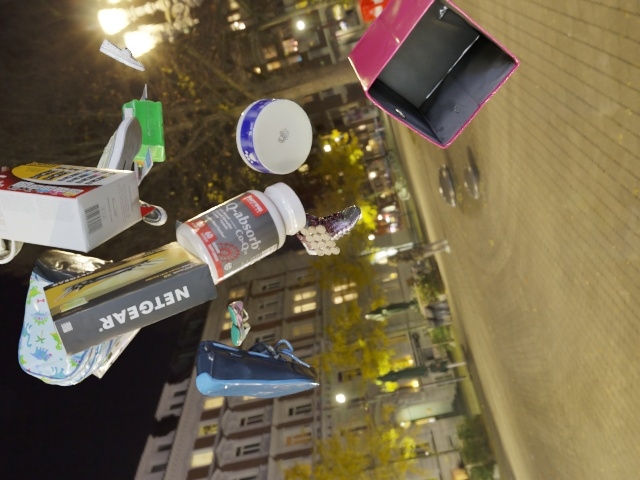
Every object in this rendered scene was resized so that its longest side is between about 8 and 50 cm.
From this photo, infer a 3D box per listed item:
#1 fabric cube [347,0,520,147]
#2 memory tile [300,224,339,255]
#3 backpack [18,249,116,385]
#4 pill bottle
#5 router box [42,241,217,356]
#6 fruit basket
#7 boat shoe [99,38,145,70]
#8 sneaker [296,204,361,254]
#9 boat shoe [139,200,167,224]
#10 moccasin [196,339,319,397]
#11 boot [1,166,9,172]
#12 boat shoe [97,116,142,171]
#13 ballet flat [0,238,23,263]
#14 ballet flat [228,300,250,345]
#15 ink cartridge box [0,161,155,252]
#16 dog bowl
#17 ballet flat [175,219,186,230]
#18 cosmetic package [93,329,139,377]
[{"bbox_3d":[0.249,-0.422,1.311,0.254,0.259,0.258,28,-154,-25],"label":"fabric cube"},{"bbox_3d":[0.000,0.000,2.122,0.148,0.113,0.012,56,-135,-29],"label":"memory tile"},{"bbox_3d":[-0.735,0.243,1.648,0.273,0.291,0.355,-81,7,-72],"label":"backpack"},{"bbox_3d":[-0.241,-0.031,1.736,0.210,0.363,0.210,42,149,32],"label":"pill bottle"},{"bbox_3d":[-0.408,0.109,1.185,0.243,0.309,0.080,21,127,57],"label":"router box"},{"bbox_3d":[-0.737,-0.410,2.254,0.353,0.166,0.326,-18,75,55],"label":"fruit basket"},{"bbox_3d":[-0.432,-0.411,1.232,0.100,0.035,0.035,25,-168,-20],"label":"boat shoe"},{"bbox_3d":[0.022,-0.077,2.259,0.162,0.281,0.106,47,-176,-29],"label":"sneaker"},{"bbox_3d":[-0.717,-0.118,2.241,0.070,0.220,0.077,15,-86,-67],"label":"boat shoe"},{"bbox_3d":[-0.121,0.273,1.230,0.342,0.138,0.116,25,-137,-51],"label":"moccasin"},{"bbox_3d":[-1.071,-0.184,1.936,0.106,0.037,0.114,76,173,-63],"label":"boot"},{"bbox_3d":[-0.674,-0.293,1.851,0.109,0.094,0.302,70,-159,-52],"label":"boat shoe"},{"bbox_3d":[-0.860,-0.108,1.374,0.139,0.139,0.399,-93,-11,-56],"label":"ballet flat"},{"bbox_3d":[-0.338,0.347,2.349,0.077,0.079,0.221,32,134,43],"label":"ballet flat"},{"bbox_3d":[-0.598,-0.100,1.321,0.272,0.310,0.129,-51,-36,-60],"label":"ink cartridge box"},{"bbox_3d":[-0.161,-0.369,1.984,0.104,0.265,0.264,15,131,49],"label":"dog bowl"},{"bbox_3d":[-0.438,-0.056,1.995,0.057,0.173,0.049,-65,-33,-72],"label":"ballet flat"},{"bbox_3d":[-0.683,0.333,1.862,0.239,0.061,0.098,-57,-7,-31],"label":"cosmetic package"}]
